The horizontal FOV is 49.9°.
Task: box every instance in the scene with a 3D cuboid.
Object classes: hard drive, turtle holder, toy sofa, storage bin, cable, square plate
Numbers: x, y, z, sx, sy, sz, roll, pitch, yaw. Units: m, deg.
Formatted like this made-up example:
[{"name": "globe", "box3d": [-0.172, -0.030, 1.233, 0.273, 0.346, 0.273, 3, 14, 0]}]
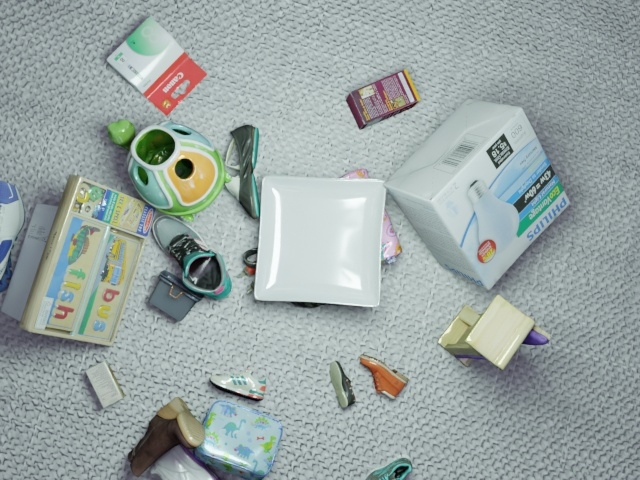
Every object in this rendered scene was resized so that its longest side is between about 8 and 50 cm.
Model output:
[{"name": "hard drive", "box3d": [-0.752, 0.057, 1.822, 0.040, 0.203, 0.308, 21, 81, -41]}, {"name": "turtle holder", "box3d": [-0.409, -0.226, 1.852, 0.243, 0.227, 0.320, -29, 66, 3]}, {"name": "toy sofa", "box3d": [0.456, 0.269, 1.850, 0.177, 0.362, 0.150, 39, 81, 4]}, {"name": "storage bin", "box3d": [-0.405, 0.159, 1.901, 0.135, 0.098, 0.091, 32, 92, -3]}, {"name": "cable", "box3d": [-0.107, 0.050, 1.974, 0.287, 0.072, 0.139, -32, 72, -20]}, {"name": "square plate", "box3d": [0.000, 0.000, 1.883, 0.343, 0.049, 0.348, 3, 84, 7]}]

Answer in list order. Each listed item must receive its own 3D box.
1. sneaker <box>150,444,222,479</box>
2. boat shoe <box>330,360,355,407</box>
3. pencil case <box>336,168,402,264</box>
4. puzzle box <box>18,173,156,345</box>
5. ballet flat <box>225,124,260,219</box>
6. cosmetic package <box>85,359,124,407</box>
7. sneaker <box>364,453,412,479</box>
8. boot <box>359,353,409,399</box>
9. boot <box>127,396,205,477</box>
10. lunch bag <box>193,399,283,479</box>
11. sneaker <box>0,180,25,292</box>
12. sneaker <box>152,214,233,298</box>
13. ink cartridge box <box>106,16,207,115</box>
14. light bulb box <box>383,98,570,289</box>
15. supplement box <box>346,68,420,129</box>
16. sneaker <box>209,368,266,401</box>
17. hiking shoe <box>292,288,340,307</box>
[{"name": "sneaker", "box3d": [-0.333, 0.688, 1.857, 0.152, 0.114, 0.305, -41, 82, -2]}, {"name": "boat shoe", "box3d": [0.062, 0.405, 1.953, 0.042, 0.049, 0.133, -11, 78, -35]}, {"name": "pencil case", "box3d": [0.132, -0.061, 1.964, 0.124, 0.124, 0.284, -23, 89, -8]}, {"name": "puzzle box", "box3d": [-0.601, 0.062, 1.812, 0.052, 0.272, 0.409, 11, 82, 35]}, {"name": "ballet flat", "box3d": [-0.221, -0.192, 1.957, 0.096, 0.095, 0.281, -3, 75, 3]}, {"name": "cosmetic package", "box3d": [-0.588, 0.392, 1.879, 0.060, 0.041, 0.115, -25, 88, -9]}, {"name": "sneaker", "box3d": [0.188, 0.661, 1.925, 0.166, 0.076, 0.065, -35, 89, -8]}, {"name": "boot", "box3d": [0.167, 0.388, 1.960, 0.157, 0.059, 0.085, 34, 87, -4]}, {"name": "boot", "box3d": [-0.406, 0.538, 1.792, 0.090, 0.248, 0.207, 41, 84, -25]}, {"name": "lunch bag", "box3d": [-0.219, 0.538, 1.860, 0.218, 0.090, 0.176, 22, 53, -6]}, {"name": "sneaker", "box3d": [-0.876, -0.011, 1.813, 0.127, 0.182, 0.316, 5, 84, -7]}, {"name": "sneaker", "box3d": [-0.354, 0.043, 1.869, 0.124, 0.178, 0.295, -44, 90, -8]}, {"name": "ink cartridge box", "box3d": [-0.467, -0.499, 1.972, 0.224, 0.056, 0.181, 42, 82, 0]}, {"name": "light bulb box", "box3d": [0.431, -0.128, 1.879, 0.358, 0.225, 0.361, -45, 122, -8]}, {"name": "supplement box", "box3d": [0.183, -0.413, 2.022, 0.188, 0.081, 0.104, -24, 88, -8]}, {"name": "sneaker", "box3d": [-0.227, 0.392, 1.920, 0.161, 0.057, 0.075, 19, 66, -3]}, {"name": "hiking shoe", "box3d": [0.025, 0.143, 1.935, 0.226, 0.114, 0.086, -6, 85, -7]}]
